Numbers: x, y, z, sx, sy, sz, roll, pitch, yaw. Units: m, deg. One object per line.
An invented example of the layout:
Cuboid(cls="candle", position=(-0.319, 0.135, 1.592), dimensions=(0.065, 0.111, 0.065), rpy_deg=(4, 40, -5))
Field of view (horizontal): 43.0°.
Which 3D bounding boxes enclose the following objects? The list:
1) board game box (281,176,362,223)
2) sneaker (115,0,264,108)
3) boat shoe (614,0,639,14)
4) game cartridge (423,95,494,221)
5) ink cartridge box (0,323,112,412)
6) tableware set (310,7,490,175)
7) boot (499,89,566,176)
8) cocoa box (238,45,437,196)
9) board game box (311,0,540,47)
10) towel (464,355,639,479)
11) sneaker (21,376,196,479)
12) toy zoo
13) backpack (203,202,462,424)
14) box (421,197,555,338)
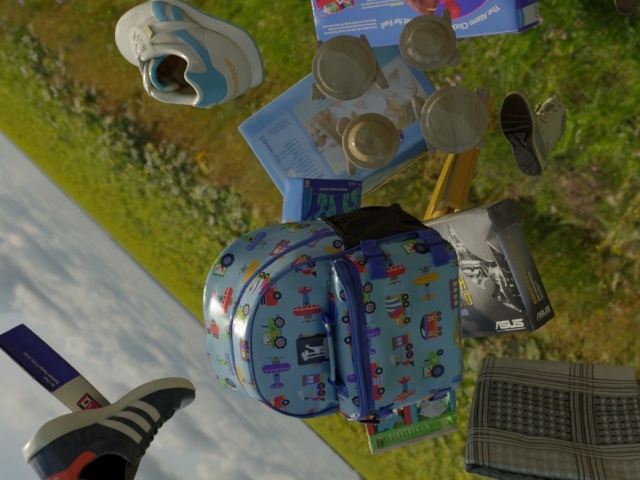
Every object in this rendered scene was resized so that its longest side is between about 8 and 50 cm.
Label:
Cuboid(cls="board game box", position=(0.000, 0.000, 1.380), dimensions=(0.047, 0.210, 0.160), rpy_deg=(10, -171, 39))
Cuboid(cls="sneaker", position=(-0.166, -0.205, 0.888), dimensions=(0.228, 0.092, 0.087), rpy_deg=(25, 138, 41))
Cuboid(cls="boat shoe", position=(0.518, -0.450, 1.365), dimensions=(0.050, 0.045, 0.135), rpy_deg=(3, 107, 23))
Cuboid(cls="game cartridge", position=(0.272, -0.106, 1.702), dimensions=(0.052, 0.324, 0.285), rpy_deg=(22, 145, 4))
Cuboid(cls="ink cartridge box", position=(-0.471, 0.262, 1.488), dimensions=(0.175, 0.069, 0.371), rpy_deg=(32, 161, 28))
Cuboid(cls="tableware set", position=(0.076, -0.141, 0.782), dimensions=(0.020, 0.168, 0.141), rpy_deg=(-1, -103, -83))
Cuboid(cls="boot", position=(0.470, -0.268, 1.774), dimensions=(0.077, 0.165, 0.213), rpy_deg=(9, 138, 41))
Cuboid(cls="cocoa box", position=(0.060, -0.215, 1.581), dimensions=(0.231, 0.347, 0.228), rpy_deg=(56, -171, 6))
Cuboid(cls="board game box", position=(0.137, -0.415, 1.208), dimensions=(0.347, 0.078, 0.233), rpy_deg=(4, 113, 36))
Cuboid(cls="towel", position=(0.408, 0.292, 1.322), dimensions=(0.324, 0.312, 0.056), rpy_deg=(6, 115, 14))
Cuboid(cls="sneaker", position=(-0.336, 0.353, 1.414), dimensions=(0.148, 0.350, 0.131), rpy_deg=(54, 128, 16))
Cuboid(cls="toy zoo", position=(0.173, 0.308, 1.610), dimensions=(0.030, 0.192, 0.293), rpy_deg=(-109, 4, -48))
Cuboid(cls="backpack", position=(0.006, 0.061, 0.609), dimensions=(0.117, 0.173, 0.158), rpy_deg=(-145, 50, -61))
Cuboid(cls="box", position=(0.210, 0.050, 1.195), dimensions=(0.231, 0.056, 0.183), rpy_deg=(-15, 100, 53))
